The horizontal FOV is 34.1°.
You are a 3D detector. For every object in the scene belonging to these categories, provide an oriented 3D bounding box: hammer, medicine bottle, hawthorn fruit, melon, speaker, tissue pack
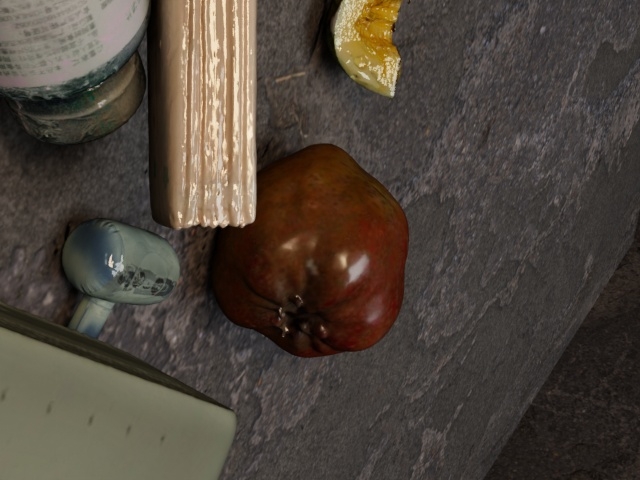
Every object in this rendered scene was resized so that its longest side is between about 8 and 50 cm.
[{"bbox_3d":[-0.203,0.075,0.919,0.194,0.069,0.116,-62,155,3],"label":"hammer"},{"bbox_3d":[-0.187,-0.186,0.642,0.141,0.141,0.293,-55,157,-27],"label":"medicine bottle"},{"bbox_3d":[0.000,0.000,1.110,0.248,0.208,0.208,-70,163,-48],"label":"hawthorn fruit"},{"bbox_3d":[0.047,-0.247,1.153,0.128,0.079,0.160,-3,113,-43],"label":"melon"},{"bbox_3d":[-0.235,0.142,0.721,0.406,0.183,0.184,36,79,-56],"label":"speaker"},{"bbox_3d":[-0.087,-0.173,0.749,0.170,0.071,0.326,-170,-101,-73],"label":"tissue pack"}]
